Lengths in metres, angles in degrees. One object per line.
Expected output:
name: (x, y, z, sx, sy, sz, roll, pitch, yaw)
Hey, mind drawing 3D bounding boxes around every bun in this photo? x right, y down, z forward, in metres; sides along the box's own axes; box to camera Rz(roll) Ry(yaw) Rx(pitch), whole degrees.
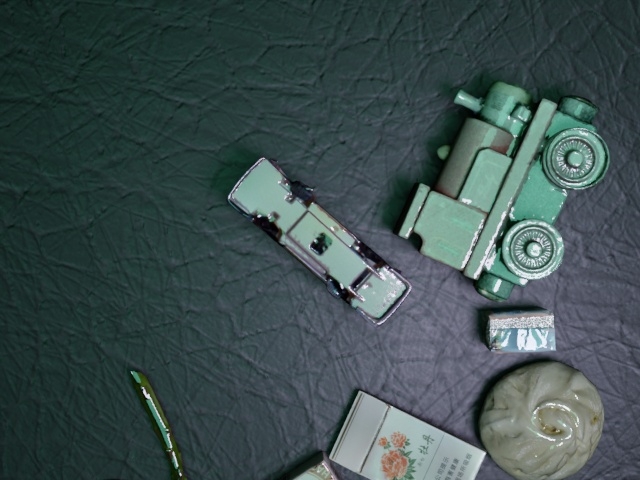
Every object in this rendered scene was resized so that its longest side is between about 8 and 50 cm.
bun: (0.319, 0.262, 1.345, 0.183, 0.102, 0.183, 0, 94, -2)

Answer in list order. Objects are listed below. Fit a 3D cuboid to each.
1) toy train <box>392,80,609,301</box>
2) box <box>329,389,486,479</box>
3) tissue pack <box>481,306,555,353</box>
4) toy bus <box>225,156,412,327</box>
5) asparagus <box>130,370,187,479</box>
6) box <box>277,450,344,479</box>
toy train: (0.251, -0.078, 1.318, 0.221, 0.150, 0.304, 25, 92, 4)
box: (0.123, 0.304, 1.356, 0.198, 0.029, 0.109, 25, 91, 10)
tissue pack: (0.278, 0.126, 1.354, 0.094, 0.074, 0.059, -3, 94, 1)
toy bus: (0.000, 0.001, 1.323, 0.274, 0.112, 0.090, 41, 90, -2)
asparagus: (-0.222, 0.293, 1.366, 0.034, 0.027, 0.236, -19, 92, 4)
box: (0.012, 0.507, 1.362, 0.214, 0.069, 0.353, -33, 91, 0)
